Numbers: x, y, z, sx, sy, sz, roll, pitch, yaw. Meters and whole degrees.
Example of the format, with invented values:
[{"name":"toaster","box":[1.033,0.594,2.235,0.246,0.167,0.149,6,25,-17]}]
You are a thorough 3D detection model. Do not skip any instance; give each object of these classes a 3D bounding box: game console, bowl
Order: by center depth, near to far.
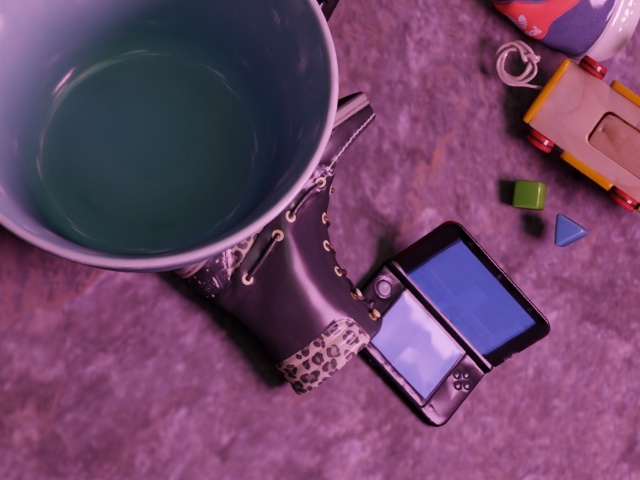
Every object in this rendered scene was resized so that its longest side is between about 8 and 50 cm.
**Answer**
[{"name":"bowl","box":[-0.144,-0.098,1.460,0.312,0.163,0.311,1,70,-2]},{"name":"game console","box":[0.111,0.077,1.633,0.144,0.085,0.124,47,63,-11]}]

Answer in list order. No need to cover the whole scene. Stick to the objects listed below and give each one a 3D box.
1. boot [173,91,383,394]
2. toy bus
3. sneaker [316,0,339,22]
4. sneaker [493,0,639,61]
[{"name":"boot","box":[-0.001,0.001,1.591,0.236,0.085,0.178,-45,102,-20]},{"name":"toy bus","box":[0.281,-0.100,1.742,0.104,0.191,0.202,12,70,-70]},{"name":"sneaker","box":[-0.030,-0.225,1.597,0.107,0.124,0.283,23,71,-21]},{"name":"sneaker","box":[0.262,-0.355,1.739,0.148,0.131,0.350,17,86,-25]}]
